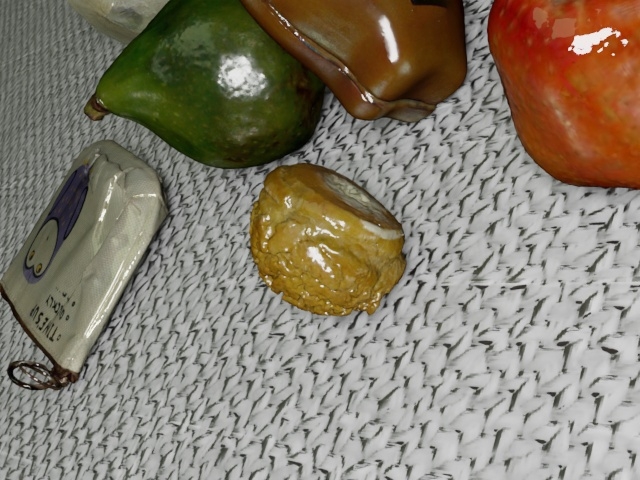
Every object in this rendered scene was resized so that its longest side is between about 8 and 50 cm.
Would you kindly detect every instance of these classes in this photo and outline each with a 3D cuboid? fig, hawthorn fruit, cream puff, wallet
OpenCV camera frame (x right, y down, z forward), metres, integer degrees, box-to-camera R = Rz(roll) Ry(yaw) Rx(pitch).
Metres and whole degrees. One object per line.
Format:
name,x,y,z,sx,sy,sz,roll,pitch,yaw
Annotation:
fig,-0.113,-0.161,0.879,0.245,0.195,0.195,-8,37,-12
hawthorn fruit,0.170,-0.126,0.551,0.163,0.203,0.162,-28,40,26
cream puff,0.001,0.004,0.697,0.103,0.126,0.144,-61,25,14
wallet,-0.297,0.012,1.065,0.275,0.068,0.335,-56,34,-2

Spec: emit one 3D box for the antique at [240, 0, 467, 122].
antique,0.025,-0.236,0.780,0.129,0.223,0.278,-44,62,33

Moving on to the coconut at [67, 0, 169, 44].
coconut,-0.242,-0.394,1.219,0.245,0.245,0.247,-24,45,33
